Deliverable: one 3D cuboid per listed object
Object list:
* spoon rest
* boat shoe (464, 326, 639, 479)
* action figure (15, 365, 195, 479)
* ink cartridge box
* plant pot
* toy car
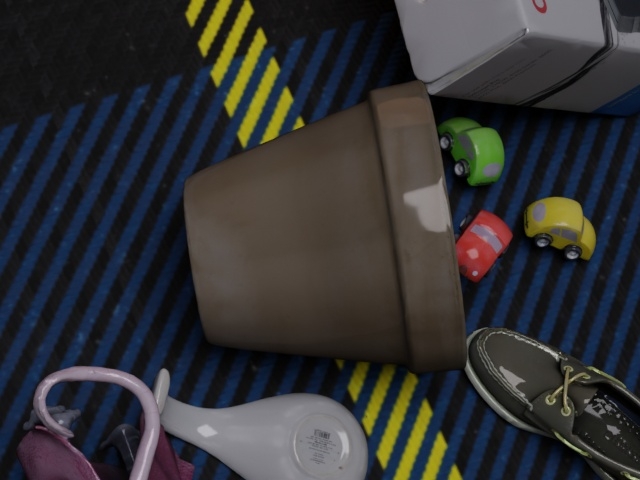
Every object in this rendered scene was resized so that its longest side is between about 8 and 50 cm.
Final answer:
[{"bbox_3d":[-0.071,0.215,1.934,0.276,0.084,0.137,22,66,-20],"label":"spoon rest"},{"bbox_3d":[0.302,0.193,2.017,0.305,0.091,0.109,36,66,1],"label":"boat shoe"},{"bbox_3d":[-0.180,0.344,1.757,0.248,0.276,0.370,0,57,-21],"label":"action figure"},{"bbox_3d":[0.267,-0.316,2.065,0.395,0.166,0.285,0,68,-45],"label":"ink cartridge box"},{"bbox_3d":[0.000,0.000,1.920,0.280,0.323,0.323,-7,72,0],"label":"plant pot"},{"bbox_3d":[0.213,-0.065,2.083,0.239,0.053,0.225,-8,60,-39],"label":"toy car"}]
